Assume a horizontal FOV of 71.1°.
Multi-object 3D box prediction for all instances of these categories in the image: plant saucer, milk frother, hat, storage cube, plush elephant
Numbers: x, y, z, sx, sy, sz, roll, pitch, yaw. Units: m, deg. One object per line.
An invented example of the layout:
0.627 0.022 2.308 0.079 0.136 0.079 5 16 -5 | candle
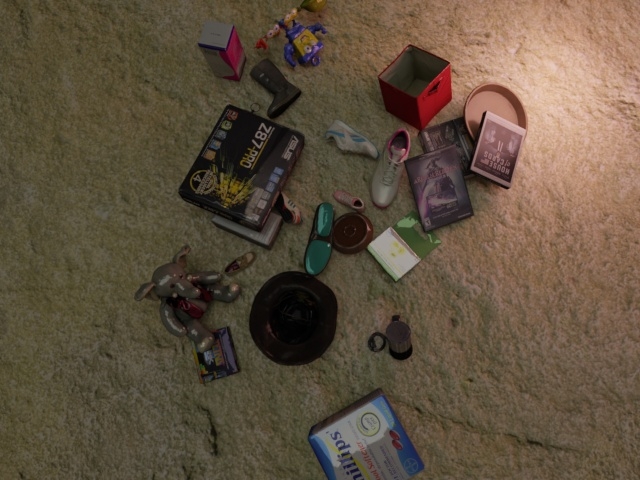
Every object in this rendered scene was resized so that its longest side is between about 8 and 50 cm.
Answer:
0.648 -0.450 1.672 0.278 0.041 0.277 2 83 -16 | plant saucer
0.109 -0.032 1.649 0.169 0.029 0.168 -7 68 17 | plant saucer
0.236 0.339 1.544 0.143 0.134 0.129 -22 48 -3 | milk frother
-0.097 0.282 1.577 0.332 0.134 0.331 3 64 -6 | hat
0.351 -0.556 1.646 0.183 0.193 0.215 -47 62 -5 | storage cube
-0.474 0.174 1.543 0.330 0.255 0.271 25 65 14 | plush elephant

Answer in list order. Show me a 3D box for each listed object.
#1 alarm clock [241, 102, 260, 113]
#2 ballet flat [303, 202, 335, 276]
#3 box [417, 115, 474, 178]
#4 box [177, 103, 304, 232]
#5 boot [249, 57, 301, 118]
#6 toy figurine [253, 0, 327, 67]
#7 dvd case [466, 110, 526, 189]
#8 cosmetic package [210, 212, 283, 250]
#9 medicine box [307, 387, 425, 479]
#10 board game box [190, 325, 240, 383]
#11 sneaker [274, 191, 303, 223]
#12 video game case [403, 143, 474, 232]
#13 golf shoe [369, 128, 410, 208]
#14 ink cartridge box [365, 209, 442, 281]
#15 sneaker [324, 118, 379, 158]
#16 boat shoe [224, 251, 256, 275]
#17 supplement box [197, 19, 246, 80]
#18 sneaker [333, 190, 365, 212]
-0.301 -0.466 1.763 0.129 0.064 0.192 32 80 9 | alarm clock
0.000 0.000 1.640 0.095 0.096 0.280 16 77 -7 | ballet flat
0.493 -0.333 1.690 0.183 0.056 0.231 -18 79 -2 | box
-0.278 -0.265 1.626 0.318 0.097 0.394 24 73 3 | box
-0.204 -0.604 1.773 0.208 0.076 0.189 43 71 3 | boot
-0.066 -0.808 1.798 0.362 0.191 0.217 -46 111 -12 | toy figurine
0.638 -0.327 1.621 0.179 0.029 0.238 21 79 -13 | dvd case
-0.271 -0.070 1.666 0.238 0.107 0.127 22 78 4 | cosmetic package
0.146 0.683 1.481 0.289 0.149 0.263 -29 79 -3 | medicine box
-0.380 0.411 1.614 0.141 0.048 0.170 -18 79 1 | board game box
-0.119 -0.119 1.694 0.057 0.075 0.161 -49 52 24 | sneaker
0.431 -0.189 1.625 0.196 0.026 0.274 -19 102 -4 | video game case
0.256 -0.272 1.653 0.115 0.140 0.306 15 82 5 | golf shoe
0.307 0.016 1.641 0.235 0.056 0.171 -40 79 -2 | ink cartridge box
0.122 -0.368 1.711 0.229 0.087 0.092 35 91 16 | sneaker
-0.299 0.087 1.668 0.135 0.045 0.050 -38 80 -4 | boat shoe
-0.374 -0.728 1.733 0.111 0.220 0.113 13 80 5 | supplement box
0.109 -0.153 1.675 0.134 0.070 0.051 32 85 10 | sneaker
